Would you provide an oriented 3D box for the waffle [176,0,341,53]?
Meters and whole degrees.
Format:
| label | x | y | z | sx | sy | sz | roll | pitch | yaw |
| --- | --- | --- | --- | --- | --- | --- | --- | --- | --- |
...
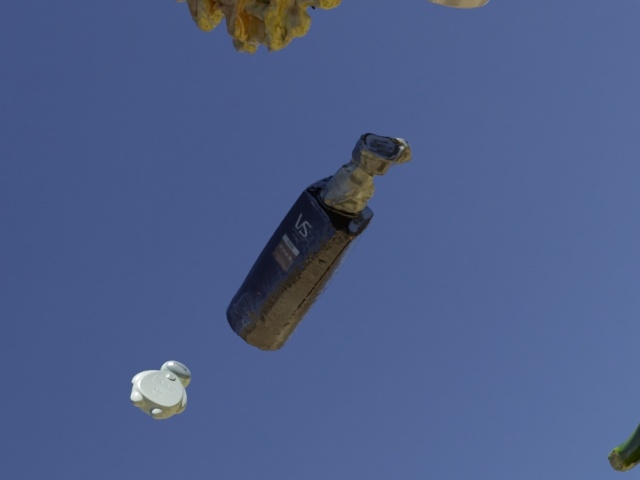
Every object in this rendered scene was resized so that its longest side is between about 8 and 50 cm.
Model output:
| label | x | y | z | sx | sy | sz | roll | pitch | yaw |
| --- | --- | --- | --- | --- | --- | --- | --- | --- | --- |
| waffle | -0.053 | -0.295 | 1.281 | 0.060 | 0.262 | 0.280 | -26 | 2 | -44 |

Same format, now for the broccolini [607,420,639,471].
| label | x | y | z | sx | sy | sz | roll | pitch | yaw |
| --- | --- | --- | --- | --- | --- | --- | --- | --- | --- |
| broccolini | 0.279 | 0.142 | 1.213 | 0.067 | 0.058 | 0.216 | -8 | -30 | -23 |

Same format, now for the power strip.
| label | x | y | z | sx | sy | sz | roll | pitch | yaw |
| --- | --- | --- | --- | --- | --- | --- | --- | --- | --- |
| power strip | -0.148 | 0.142 | 1.440 | 0.035 | 0.055 | 0.083 | -61 | -5 | 29 |

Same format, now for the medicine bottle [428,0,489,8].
| label | x | y | z | sx | sy | sz | roll | pitch | yaw |
| --- | --- | --- | --- | --- | --- | --- | --- | --- | --- |
| medicine bottle | 0.125 | -0.303 | 1.259 | 0.135 | 0.135 | 0.215 | -16 | -48 | -42 |

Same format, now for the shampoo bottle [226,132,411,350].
| label | x | y | z | sx | sy | sz | roll | pitch | yaw |
| --- | --- | --- | --- | --- | --- | --- | --- | --- | --- |
| shampoo bottle | -0.001 | -0.001 | 1.200 | 0.063 | 0.057 | 0.207 | -27 | -22 | -52 |
